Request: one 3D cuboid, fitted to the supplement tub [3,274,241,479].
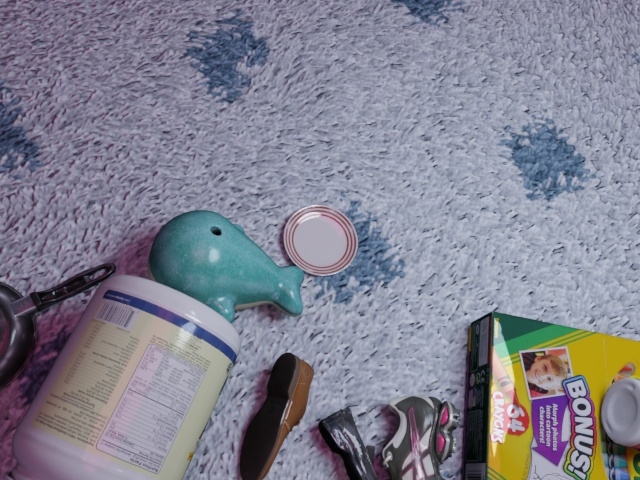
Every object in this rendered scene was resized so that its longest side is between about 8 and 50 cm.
[{"bbox_3d":[-0.278,0.239,0.859,0.235,0.235,0.325,24,67,-2],"label":"supplement tub"}]

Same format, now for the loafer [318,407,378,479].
[{"bbox_3d":[0.067,0.354,0.981,0.061,0.062,0.170,-28,79,-24],"label":"loafer"}]

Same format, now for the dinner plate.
[{"bbox_3d":[0.000,0.000,1.123,0.141,0.017,0.141,3,70,-10],"label":"dinner plate"}]

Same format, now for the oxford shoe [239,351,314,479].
[{"bbox_3d":[-0.063,0.295,0.976,0.076,0.076,0.212,36,73,-40],"label":"oxford shoe"}]

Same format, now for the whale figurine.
[{"bbox_3d":[-0.144,0.041,1.003,0.272,0.141,0.216,17,44,-15],"label":"whale figurine"}]

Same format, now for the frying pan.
[{"bbox_3d":[-0.492,0.143,0.959,0.326,0.053,0.197,-8,72,-11],"label":"frying pan"}]

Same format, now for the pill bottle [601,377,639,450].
[{"bbox_3d":[0.567,0.297,0.967,0.193,0.108,0.108,18,67,-9],"label":"pill bottle"}]

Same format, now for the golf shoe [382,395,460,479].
[{"bbox_3d":[0.153,0.389,0.976,0.120,0.105,0.273,8,62,9],"label":"golf shoe"}]

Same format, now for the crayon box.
[{"bbox_3d":[0.413,0.332,1.031,0.313,0.106,0.363,11,68,-7],"label":"crayon box"}]
